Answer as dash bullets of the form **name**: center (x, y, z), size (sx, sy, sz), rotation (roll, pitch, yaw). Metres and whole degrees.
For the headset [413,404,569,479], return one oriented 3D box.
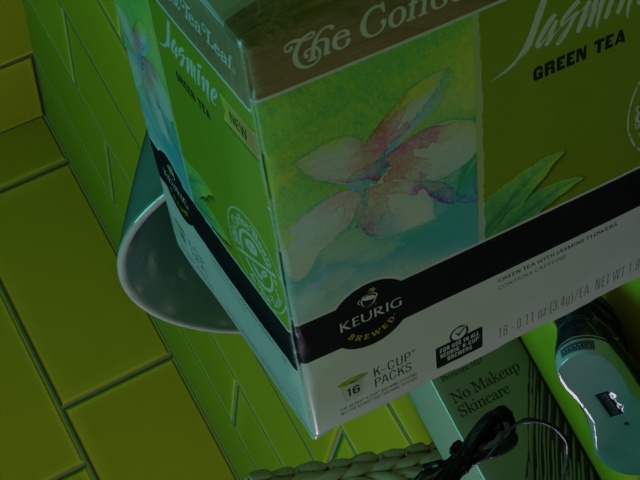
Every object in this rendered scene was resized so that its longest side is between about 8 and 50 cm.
- **headset**: center (0.253, 0.310, 1.127), size (0.394, 0.185, 0.243), rotation (50, 166, 3)

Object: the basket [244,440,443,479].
- **basket**: center (0.067, 0.406, 1.558), size (0.331, 0.328, 0.266), rotation (102, 158, -66)

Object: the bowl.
- **bowl**: center (-0.031, -0.060, 1.158), size (0.311, 0.312, 0.163), rotation (92, 167, -59)

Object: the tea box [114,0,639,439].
- **tea box**: center (0.071, -0.108, 0.825), size (0.220, 0.329, 0.323), rotation (51, 160, 41)

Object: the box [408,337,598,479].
- **box**: center (0.204, 0.237, 1.340), size (0.275, 0.113, 0.094), rotation (61, 164, 10)

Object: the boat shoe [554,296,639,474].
- **boat shoe**: center (0.247, 0.118, 1.123), size (0.183, 0.065, 0.083), rotation (56, -154, -38)
